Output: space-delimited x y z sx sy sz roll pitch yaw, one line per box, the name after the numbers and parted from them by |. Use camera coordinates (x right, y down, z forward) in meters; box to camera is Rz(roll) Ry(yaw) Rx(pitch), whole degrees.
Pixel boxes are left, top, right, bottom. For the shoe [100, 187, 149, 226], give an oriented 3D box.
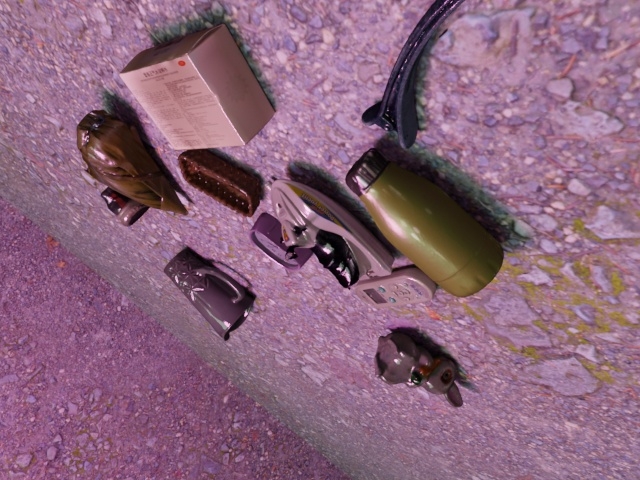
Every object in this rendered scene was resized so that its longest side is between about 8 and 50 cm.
-0.526 -0.107 1.325 0.112 0.099 0.227 44 176 -17 | shoe

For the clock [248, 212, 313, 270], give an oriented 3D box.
-0.100 0.012 1.137 0.152 0.050 0.110 39 152 -6 | clock

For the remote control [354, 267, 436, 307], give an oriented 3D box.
0.151 0.098 1.007 0.078 0.042 0.221 43 152 -16 | remote control

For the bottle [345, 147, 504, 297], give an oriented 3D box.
0.151 -0.031 0.736 0.260 0.112 0.112 41 151 -8 | bottle

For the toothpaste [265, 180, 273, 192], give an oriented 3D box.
-0.038 -0.048 1.001 0.204 0.032 0.049 44 152 -19 | toothpaste

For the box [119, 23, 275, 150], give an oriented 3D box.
-0.209 -0.246 0.816 0.211 0.095 0.168 7 142 41 | box

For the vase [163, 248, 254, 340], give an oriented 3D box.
-0.351 0.157 1.552 0.301 0.156 0.251 42 136 -1 | vase

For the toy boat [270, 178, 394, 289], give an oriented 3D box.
0.007 -0.002 0.922 0.269 0.141 0.140 30 155 -21 | toy boat

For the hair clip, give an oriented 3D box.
0.109 -0.199 0.554 0.083 0.048 0.275 36 161 6 | hair clip

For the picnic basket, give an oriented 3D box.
-0.212 -0.129 1.041 0.193 0.055 0.110 29 152 12 | picnic basket

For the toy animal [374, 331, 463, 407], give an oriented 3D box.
0.254 0.310 1.168 0.251 0.127 0.125 27 142 -14 | toy animal

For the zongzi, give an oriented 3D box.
-0.428 -0.168 1.147 0.274 0.125 0.251 34 160 -4 | zongzi
